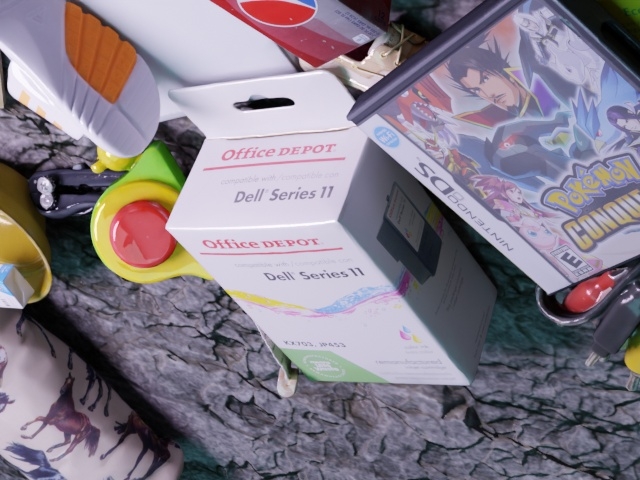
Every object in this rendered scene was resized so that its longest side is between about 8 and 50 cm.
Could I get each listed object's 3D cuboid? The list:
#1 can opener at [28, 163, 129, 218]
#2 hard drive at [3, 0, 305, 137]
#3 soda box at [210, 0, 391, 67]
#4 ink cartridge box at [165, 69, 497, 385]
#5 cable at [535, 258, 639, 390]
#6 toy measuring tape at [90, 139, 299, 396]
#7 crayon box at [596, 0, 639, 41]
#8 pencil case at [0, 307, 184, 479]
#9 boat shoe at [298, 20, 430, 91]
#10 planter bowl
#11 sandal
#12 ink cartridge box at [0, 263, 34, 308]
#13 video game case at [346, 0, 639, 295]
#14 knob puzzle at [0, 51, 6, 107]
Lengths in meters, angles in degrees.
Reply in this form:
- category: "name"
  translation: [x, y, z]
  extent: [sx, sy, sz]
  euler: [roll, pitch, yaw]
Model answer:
- category: "can opener"
  translation: [-0.241, -0.056, 1.593]
  extent: [0.186, 0.073, 0.059]
  euler: [-3, 95, 31]
- category: "hard drive"
  translation: [-0.173, -0.198, 1.372]
  extent: [0.307, 0.040, 0.203]
  euler: [-8, 135, 39]
- category: "soda box"
  translation: [-0.063, -0.242, 1.153]
  extent: [0.263, 0.083, 0.092]
  euler: [29, 147, -35]
- category: "ink cartridge box"
  translation: [0.000, 0.000, 1.398]
  extent: [0.207, 0.119, 0.353]
  euler: [-3, 143, 35]
- category: "cable"
  translation: [0.304, 0.022, 1.353]
  extent: [0.139, 0.072, 0.287]
  euler: [40, 133, 12]
- category: "toy measuring tape"
  translation: [-0.146, 0.037, 1.505]
  extent: [0.121, 0.121, 0.330]
  euler: [-18, 108, 44]
- category: "crayon box"
  translation: [0.269, -0.153, 1.119]
  extent: [0.202, 0.081, 0.318]
  euler: [-2, 135, 35]
- category: "pencil case"
  translation: [-0.351, 0.205, 1.871]
  extent: [0.160, 0.183, 0.410]
  euler: [-26, 121, 27]
- category: "boat shoe"
  translation: [0.055, -0.160, 1.261]
  extent: [0.170, 0.063, 0.059]
  euler: [14, 147, 19]
- category: "planter bowl"
  translation: [-0.385, -0.030, 1.672]
  extent: [0.217, 0.090, 0.217]
  euler: [17, 145, 13]
- category: "sandal"
  translation: [-0.259, -0.177, 1.338]
  extent: [0.265, 0.102, 0.076]
  euler: [43, 144, -12]
- category: "ink cartridge box"
  translation: [-0.375, 0.051, 1.666]
  extent: [0.083, 0.028, 0.048]
  euler: [2, 139, 32]
- category: "video game case"
  translation: [0.183, -0.077, 1.170]
  extent: [0.248, 0.035, 0.275]
  euler: [41, 148, -12]
- category: "knob puzzle"
  translation: [-0.424, -0.219, 1.503]
  extent: [0.213, 0.030, 0.213]
  euler: [5, 138, 4]
